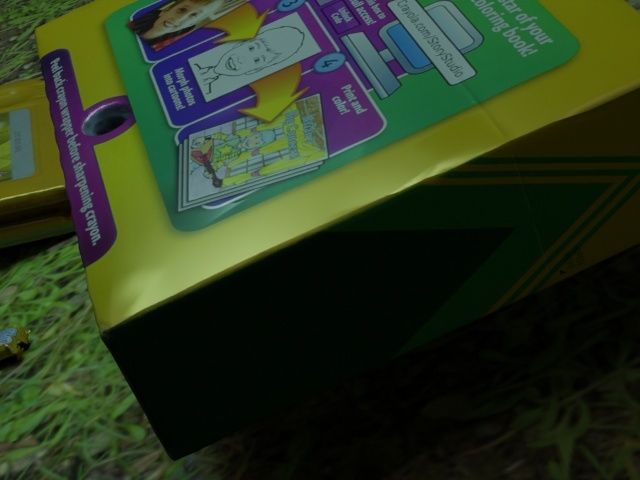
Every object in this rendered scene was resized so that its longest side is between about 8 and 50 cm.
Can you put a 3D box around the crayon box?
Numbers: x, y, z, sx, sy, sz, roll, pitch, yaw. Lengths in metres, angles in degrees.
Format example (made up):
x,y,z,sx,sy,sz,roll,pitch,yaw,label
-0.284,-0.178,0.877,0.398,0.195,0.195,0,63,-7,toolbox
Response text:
x,y,z,sx,sy,sz,roll,pitch,yaw,label
0.006,-0.080,0.787,0.313,0.106,0.363,-24,36,-2,crayon box

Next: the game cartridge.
x,y,z,sx,sy,sz,roll,pitch,yaw,label
-0.371,-0.066,1.252,0.285,0.053,0.324,-13,29,-8,game cartridge

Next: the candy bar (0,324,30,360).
x,y,z,sx,sy,sz,roll,pitch,yaw,label
-0.296,0.101,1.007,0.161,0.018,0.040,-21,27,9,candy bar
